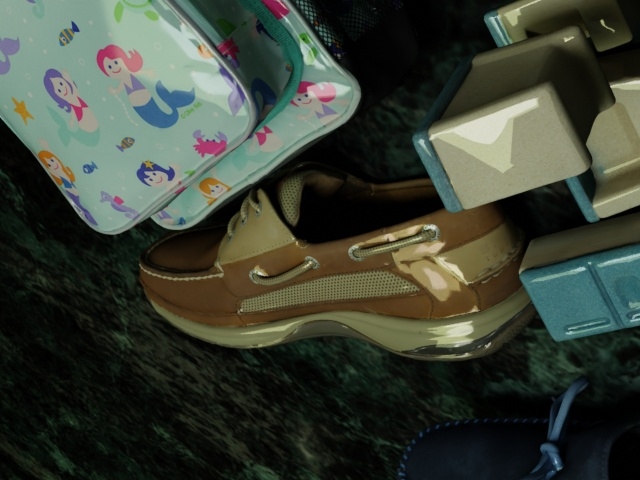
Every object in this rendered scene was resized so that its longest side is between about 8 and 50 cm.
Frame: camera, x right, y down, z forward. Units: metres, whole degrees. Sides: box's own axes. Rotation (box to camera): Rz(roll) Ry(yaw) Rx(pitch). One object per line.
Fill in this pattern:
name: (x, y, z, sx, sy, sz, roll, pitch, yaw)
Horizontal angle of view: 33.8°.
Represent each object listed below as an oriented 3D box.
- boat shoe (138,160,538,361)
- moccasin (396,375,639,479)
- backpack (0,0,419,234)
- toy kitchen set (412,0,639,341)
boat shoe: (0.000, 0.000, 0.745, 0.324, 0.122, 0.120, -1, 122, 34)
moccasin: (0.204, 0.156, 0.700, 0.342, 0.138, 0.117, -2, 141, 29)
backpack: (-0.100, -0.144, 0.625, 0.225, 0.191, 0.253, -29, 96, 42)
toy kitchen set: (0.121, -0.009, 0.539, 0.122, 0.166, 0.207, -17, 116, 35)
